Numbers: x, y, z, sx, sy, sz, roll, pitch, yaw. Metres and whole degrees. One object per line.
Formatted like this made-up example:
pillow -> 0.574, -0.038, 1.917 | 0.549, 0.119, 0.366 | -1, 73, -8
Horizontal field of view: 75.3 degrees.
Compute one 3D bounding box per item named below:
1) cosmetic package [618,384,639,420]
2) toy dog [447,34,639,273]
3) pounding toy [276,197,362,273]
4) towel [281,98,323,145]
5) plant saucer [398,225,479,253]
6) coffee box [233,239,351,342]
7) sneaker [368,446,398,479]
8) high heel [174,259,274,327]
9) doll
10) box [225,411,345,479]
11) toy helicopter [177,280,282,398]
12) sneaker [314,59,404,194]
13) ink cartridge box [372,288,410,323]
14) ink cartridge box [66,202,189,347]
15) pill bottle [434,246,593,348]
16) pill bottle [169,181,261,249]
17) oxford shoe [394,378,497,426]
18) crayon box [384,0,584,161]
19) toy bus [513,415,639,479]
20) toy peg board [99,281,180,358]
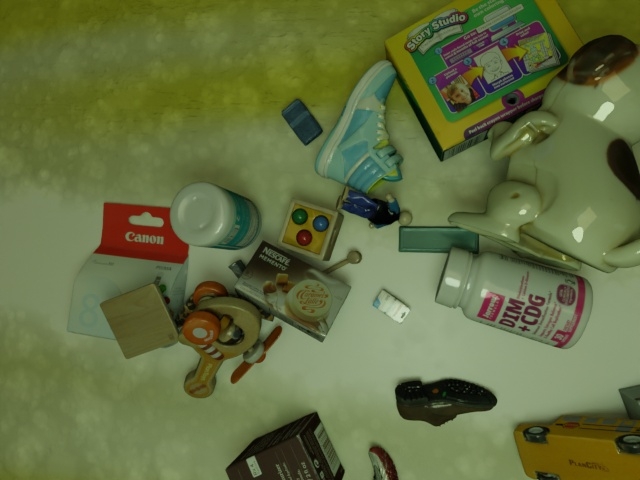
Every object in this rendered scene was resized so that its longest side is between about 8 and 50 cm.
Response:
cosmetic package -> 0.734, 0.414, 0.843 | 0.127, 0.107, 0.237 | -17, 80, 12
toy dog -> 0.485, -0.166, 0.786 | 0.285, 0.395, 0.407 | 20, 91, -14
pounding toy -> 0.002, 0.011, 1.046 | 0.206, 0.094, 0.180 | 19, 91, 14
towel -> -0.049, -0.317, 1.114 | 0.067, 0.029, 0.119 | -37, 78, 9
plant saucer -> 0.289, -0.003, 1.019 | 0.192, 0.018, 0.067 | 1, 86, 14
coffee box -> -0.068, 0.125, 1.021 | 0.247, 0.098, 0.141 | 28, 70, 7
sneaker -> 0.142, 0.606, 0.978 | 0.093, 0.088, 0.225 | -12, 83, 14
high heel -> -0.256, 0.200, 1.098 | 0.261, 0.093, 0.186 | -39, 79, 4
doll -> 0.138, -0.076, 1.013 | 0.189, 0.129, 0.046 | 19, 52, -10
box -> -0.077, 0.550, 0.992 | 0.203, 0.167, 0.168 | -29, 80, 10
toy helicopter -> -0.250, 0.284, 1.053 | 0.235, 0.140, 0.355 | 20, 120, -15
sneaker -> 0.147, -0.258, 1.017 | 0.208, 0.127, 0.318 | 33, 104, 15
ink cartridge box -> 0.177, 0.164, 1.028 | 0.083, 0.028, 0.048 | 34, 95, 13
ink cartridge box -> -0.536, 0.087, 1.174 | 0.308, 0.091, 0.384 | 6, 89, 14
pill bottle -> 0.409, 0.117, 0.908 | 0.283, 0.160, 0.160 | 16, 90, 14
pill bottle -> -0.237, -0.050, 1.021 | 0.146, 0.264, 0.146 | -1, 86, 13
oxford shoe -> 0.293, 0.384, 0.971 | 0.227, 0.083, 0.096 | -4, 108, 11
crayon box -> 0.382, -0.414, 0.978 | 0.363, 0.106, 0.313 | -26, 80, 10
toy bus -> 0.571, 0.420, 0.818 | 0.333, 0.130, 0.108 | -24, 79, 50
toy peg board -> -0.450, 0.198, 1.077 | 0.161, 0.079, 0.160 | -21, 98, 10
